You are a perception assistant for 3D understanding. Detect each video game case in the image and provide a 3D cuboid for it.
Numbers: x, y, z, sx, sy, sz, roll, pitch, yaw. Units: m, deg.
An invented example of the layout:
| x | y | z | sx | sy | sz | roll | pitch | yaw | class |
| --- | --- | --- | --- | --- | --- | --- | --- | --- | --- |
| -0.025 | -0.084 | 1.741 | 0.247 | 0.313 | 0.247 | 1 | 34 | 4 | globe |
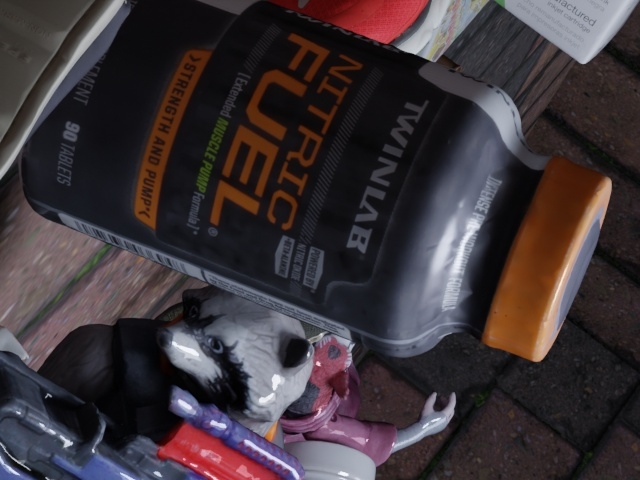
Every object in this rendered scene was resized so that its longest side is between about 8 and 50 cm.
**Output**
| x | y | z | sx | sy | sz | roll | pitch | yaw | class |
| --- | --- | --- | --- | --- | --- | --- | --- | --- | --- |
| 0.154 | -0.261 | 1.658 | 0.206 | 0.026 | 0.227 | -49 | 173 | -24 | video game case |

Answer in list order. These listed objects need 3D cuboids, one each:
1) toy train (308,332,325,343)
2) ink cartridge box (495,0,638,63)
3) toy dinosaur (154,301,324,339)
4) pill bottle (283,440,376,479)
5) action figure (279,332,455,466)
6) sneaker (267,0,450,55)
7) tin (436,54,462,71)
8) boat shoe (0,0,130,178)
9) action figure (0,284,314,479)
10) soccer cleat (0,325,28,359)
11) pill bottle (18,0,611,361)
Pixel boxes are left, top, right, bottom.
| x | y | z | sx | sy | sz | roll | pitch | yaw | class |
| --- | --- | --- | --- | --- | --- | --- | --- | --- | --- |
| -0.007 | -0.001 | 1.456 | 0.105 | 0.143 | 0.248 | -17 | -165 | 42 | toy train |
| 0.203 | -0.271 | 1.381 | 0.092 | 0.160 | 0.219 | -45 | 168 | -49 | ink cartridge box |
| 0.000 | 0.000 | 1.347 | 0.313 | 0.160 | 0.121 | -52 | -153 | -14 | toy dinosaur |
| -0.009 | 0.300 | 1.715 | 0.119 | 0.119 | 0.208 | 114 | -13 | -63 | pill bottle |
| -0.033 | 0.124 | 1.820 | 0.275 | 0.248 | 0.370 | -25 | 178 | -2 | action figure |
| 0.044 | -0.202 | 1.064 | 0.279 | 0.107 | 0.118 | -52 | 155 | -32 | sneaker |
| 0.072 | -0.109 | 1.841 | 0.190 | 0.040 | 0.106 | -51 | 177 | -13 | tin |
| -0.137 | -0.040 | 0.669 | 0.206 | 0.075 | 0.065 | -53 | 172 | -36 | boat shoe |
| -0.152 | 0.109 | 0.907 | 0.330 | 0.341 | 0.178 | -34 | -144 | 15 | action figure |
| -0.198 | 0.086 | 1.042 | 0.083 | 0.035 | 0.029 | -54 | 173 | 5 | soccer cleat |
| 0.001 | -0.030 | 0.820 | 0.130 | 0.245 | 0.130 | 21 | 90 | -78 | pill bottle |
